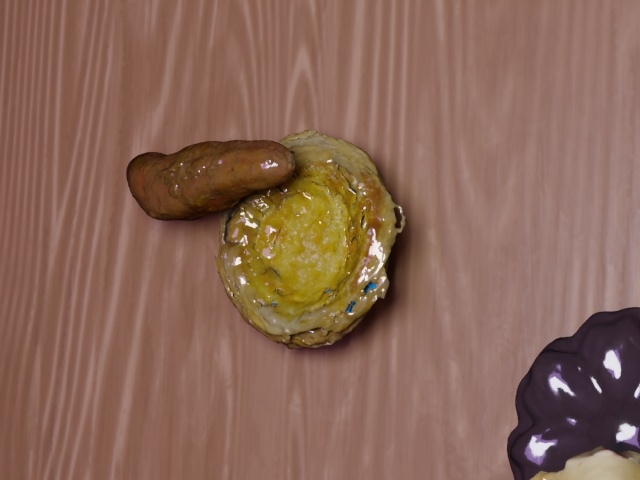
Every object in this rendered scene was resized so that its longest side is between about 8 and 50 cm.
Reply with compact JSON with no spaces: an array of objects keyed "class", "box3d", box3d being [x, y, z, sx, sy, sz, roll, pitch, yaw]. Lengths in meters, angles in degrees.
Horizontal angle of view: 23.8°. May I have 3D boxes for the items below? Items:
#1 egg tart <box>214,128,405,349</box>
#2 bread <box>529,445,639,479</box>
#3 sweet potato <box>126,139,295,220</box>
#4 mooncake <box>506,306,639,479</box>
[{"class":"egg tart","box3d":[0.000,0.000,1.892,0.291,0.107,0.290,-8,76,35]},{"class":"bread","box3d":[0.250,0.384,1.517,0.316,0.270,0.211,-37,110,28]},{"class":"sweet potato","box3d":[-0.161,-0.073,1.918,0.355,0.095,0.106,1,46,53]},{"class":"mooncake","box3d":[0.342,0.215,1.675,0.283,0.141,0.283,-5,78,24]}]
